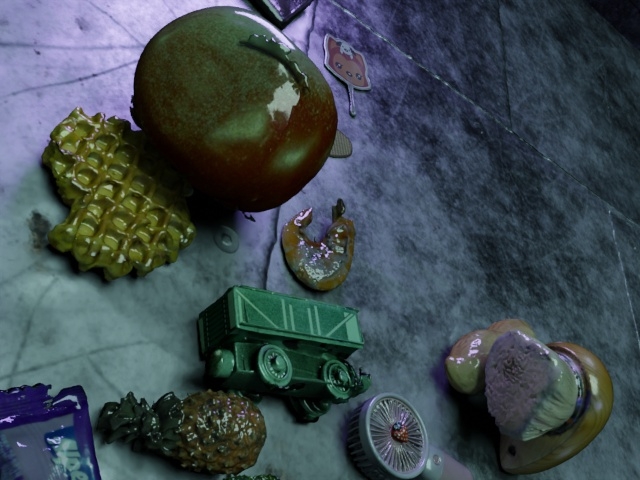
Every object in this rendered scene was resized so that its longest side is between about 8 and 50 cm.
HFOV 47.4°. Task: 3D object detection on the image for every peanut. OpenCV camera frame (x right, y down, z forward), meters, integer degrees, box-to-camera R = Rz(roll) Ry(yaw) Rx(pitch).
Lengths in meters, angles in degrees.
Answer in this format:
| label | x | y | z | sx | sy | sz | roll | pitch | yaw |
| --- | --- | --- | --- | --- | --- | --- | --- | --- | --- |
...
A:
| label | x | y | z | sx | sy | sz | roll | pitch | yaw |
| --- | --- | --- | --- | --- | --- | --- | --- | --- | --- |
| peanut | 0.315 | 0.211 | 1.339 | 0.263 | 0.101 | 0.117 | -6 | 54 | -46 |

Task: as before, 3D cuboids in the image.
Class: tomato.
| label | x | y | z | sx | sy | sz | roll | pitch | yaw |
| --- | --- | --- | --- | --- | --- | --- | --- | --- | --- |
| tomato | -0.112 | -0.191 | 1.061 | 0.303 | 0.239 | 0.303 | 43 | 11 | -10 |

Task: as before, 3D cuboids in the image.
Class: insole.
| label | x | y | z | sx | sy | sz | roll | pitch | yaw |
| --- | --- | --- | --- | --- | --- | --- | --- | --- | --- |
| insole | -0.034 | -0.214 | 1.376 | 0.253 | 0.005 | 0.086 | 19 | 51 | -34 |

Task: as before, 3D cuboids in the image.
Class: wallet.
| label | x | y | z | sx | sy | sz | roll | pitch | yaw |
| --- | --- | --- | --- | --- | --- | --- | --- | --- | --- |
| wallet | -0.153 | -0.585 | 1.494 | 0.321 | 0.044 | 0.170 | 47 | 42 | -12 |

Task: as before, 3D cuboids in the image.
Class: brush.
| label | x | y | z | sx | sy | sz | roll | pitch | yaw |
| --- | --- | --- | --- | --- | --- | --- | --- | --- | --- |
| brush | 0.356 | 0.289 | 1.228 | 0.166 | 0.266 | 0.174 | 11 | 21 | -32 |

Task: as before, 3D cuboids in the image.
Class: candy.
| label | x | y | z | sx | sy | sz | roll | pitch | yaw |
| --- | --- | --- | --- | --- | --- | --- | --- | --- | --- |
| candy | -0.278 | 0.279 | 0.755 | 0.145 | 0.070 | 0.275 | 2 | 57 | -50 |

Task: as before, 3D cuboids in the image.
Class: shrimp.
| label | x | y | z | sx | sy | sz | roll | pitch | yaw |
| --- | --- | --- | --- | --- | --- | --- | --- | --- | --- |
| shrimp | 0.003 | -0.001 | 1.227 | 0.132 | 0.052 | 0.187 | 37 | 46 | -19 |

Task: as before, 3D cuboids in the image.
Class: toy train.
| label | x | y | z | sx | sy | sz | roll | pitch | yaw |
| --- | --- | --- | --- | --- | --- | --- | --- | --- | --- |
| toy train | -0.050 | 0.162 | 1.024 | 0.269 | 0.115 | 0.154 | 15 | 45 | -36 |

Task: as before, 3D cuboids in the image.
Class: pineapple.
| label | x | y | z | sx | sy | sz | roll | pitch | yaw |
| --- | --- | --- | --- | --- | --- | --- | --- | --- | --- |
| pineapple | -0.168 | 0.225 | 0.876 | 0.198 | 0.108 | 0.108 | 16 | 52 | -25 |

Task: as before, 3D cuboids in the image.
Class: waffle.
| label | x | y | z | sx | sy | sz | roll | pitch | yaw |
| --- | --- | --- | --- | --- | --- | --- | --- | --- | --- |
| waffle | -0.284 | -0.070 | 1.001 | 0.253 | 0.056 | 0.249 | 56 | 38 | 1 |

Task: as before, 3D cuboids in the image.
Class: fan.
| label | x | y | z | sx | sy | sz | roll | pitch | yaw |
| --- | --- | --- | --- | --- | --- | --- | --- | --- | --- |
| fan | 0.145 | 0.329 | 1.116 | 0.244 | 0.074 | 0.130 | 36 | 43 | -21 |
| fan | 0.061 | -0.349 | 1.557 | 0.132 | 0.009 | 0.220 | 20 | 50 | -32 |

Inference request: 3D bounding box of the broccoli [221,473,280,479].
| label | x | y | z | sx | sy | sz | roll | pitch | yaw |
| --- | --- | --- | --- | --- | --- | --- | --- | --- | --- |
| broccoli | -0.085 | 0.347 | 0.822 | 0.195 | 0.156 | 0.195 | 24 | 4 | -2 |
